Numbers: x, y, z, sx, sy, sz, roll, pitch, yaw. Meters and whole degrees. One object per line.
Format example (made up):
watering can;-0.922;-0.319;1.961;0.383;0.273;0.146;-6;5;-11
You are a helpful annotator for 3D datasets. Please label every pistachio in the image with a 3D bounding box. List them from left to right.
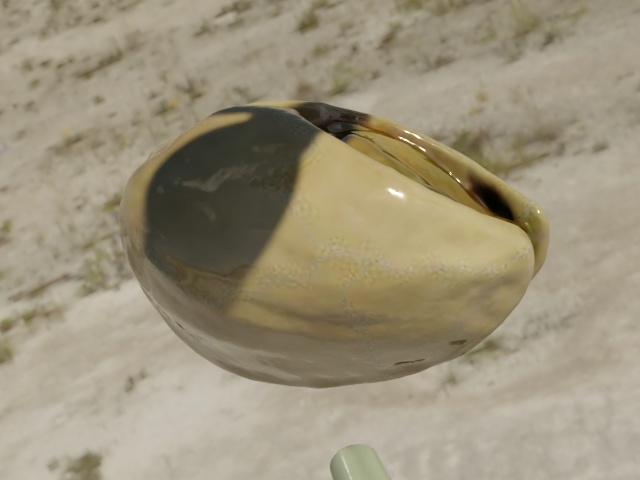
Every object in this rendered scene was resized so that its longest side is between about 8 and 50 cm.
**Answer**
pistachio;0.000;0.000;0.729;0.238;0.153;0.138;-2;19;25

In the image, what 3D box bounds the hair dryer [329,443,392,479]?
hair dryer;0.116;0.250;1.155;0.267;0.092;0.229;0;33;-38
